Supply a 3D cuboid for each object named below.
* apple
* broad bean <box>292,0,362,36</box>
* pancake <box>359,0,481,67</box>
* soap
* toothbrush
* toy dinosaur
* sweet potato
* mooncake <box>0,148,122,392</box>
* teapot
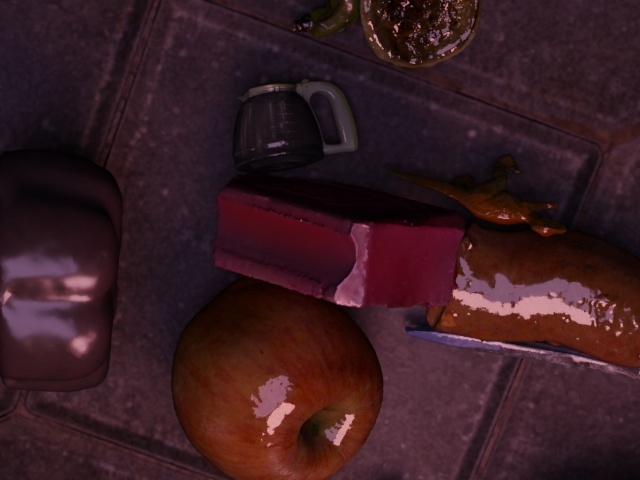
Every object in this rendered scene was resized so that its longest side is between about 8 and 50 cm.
[{"bbox_3d":[-0.045,0.146,1.795,0.211,0.188,0.211,-17,123,-29],"label":"apple"},{"bbox_3d":[0.036,-0.288,1.779,0.061,0.046,0.195,24,104,-6],"label":"broad bean"},{"bbox_3d":[0.101,-0.230,1.789,0.129,0.022,0.116,-6,111,-13],"label":"pancake"},{"bbox_3d":[0.000,0.000,1.763,0.250,0.162,0.099,15,106,43],"label":"soap"},{"bbox_3d":[0.293,0.125,1.863,0.413,0.035,0.042,10,107,0],"label":"toothbrush"},{"bbox_3d":[0.159,-0.039,1.785,0.162,0.126,0.039,-3,124,-13],"label":"toy dinosaur"},{"bbox_3d":[0.283,0.059,1.807,0.336,0.131,0.131,10,102,0],"label":"sweet potato"},{"bbox_3d":[-0.269,0.031,1.768,0.133,0.245,0.245,5,102,-6],"label":"mooncake"},{"bbox_3d":[-0.035,-0.119,1.811,0.092,0.124,0.091,-14,81,46],"label":"teapot"}]
